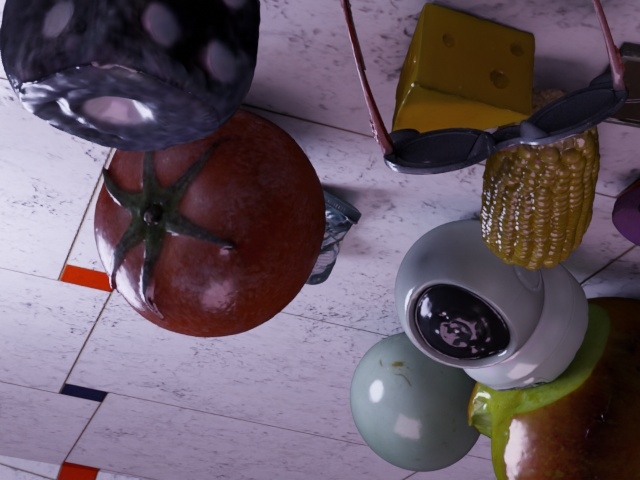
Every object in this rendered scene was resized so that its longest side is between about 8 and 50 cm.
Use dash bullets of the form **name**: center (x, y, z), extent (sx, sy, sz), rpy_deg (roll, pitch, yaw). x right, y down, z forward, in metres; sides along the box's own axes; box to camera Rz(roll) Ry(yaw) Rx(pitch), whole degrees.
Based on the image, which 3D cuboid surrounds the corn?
- **corn**: center (0.240, -0.062, 1.725), extent (0.130, 0.130, 0.347), rpy_deg (7, 158, 4)

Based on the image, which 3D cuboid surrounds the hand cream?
- **hand cream**: center (0.000, 0.001, 2.068), extent (0.075, 0.052, 0.248), rpy_deg (9, 158, -4)

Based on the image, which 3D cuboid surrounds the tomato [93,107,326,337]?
- **tomato**: center (-0.118, -0.021, 1.790), extent (0.265, 0.265, 0.265), rpy_deg (7, 158, 3)

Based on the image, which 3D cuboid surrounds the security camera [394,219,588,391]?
- **security camera**: center (0.202, 0.070, 2.001), extent (0.194, 0.194, 0.236), rpy_deg (-12, 146, 41)

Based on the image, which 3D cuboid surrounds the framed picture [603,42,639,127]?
- **framed picture**: center (0.383, -0.144, 1.618), extent (0.203, 0.015, 0.150), rpy_deg (9, 159, -4)

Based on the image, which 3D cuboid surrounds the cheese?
- **cheese**: center (0.116, -0.151, 1.593), extent (0.126, 0.093, 0.171), rpy_deg (14, 158, -21)

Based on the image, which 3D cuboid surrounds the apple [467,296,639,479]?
- **apple**: center (0.368, 0.253, 2.149), extent (0.384, 0.374, 0.374), rpy_deg (-20, 176, -35)

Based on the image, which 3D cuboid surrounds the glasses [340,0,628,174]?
- **glasses**: center (0.137, -0.197, 1.409), extent (0.234, 0.118, 0.268), rpy_deg (-14, 117, 12)

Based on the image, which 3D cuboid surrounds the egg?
- **egg**: center (0.149, 0.247, 2.425), extent (0.203, 0.203, 0.282), rpy_deg (1, 152, 19)

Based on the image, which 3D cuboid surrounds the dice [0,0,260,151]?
- **dice**: center (-0.175, -0.196, 1.470), extent (0.181, 0.183, 0.182), rpy_deg (-11, 152, 36)

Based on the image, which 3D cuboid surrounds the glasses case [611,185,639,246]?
- **glasses case**: center (0.479, -0.038, 1.765), extent (0.316, 0.076, 0.123), rpy_deg (-9, 152, 37)
